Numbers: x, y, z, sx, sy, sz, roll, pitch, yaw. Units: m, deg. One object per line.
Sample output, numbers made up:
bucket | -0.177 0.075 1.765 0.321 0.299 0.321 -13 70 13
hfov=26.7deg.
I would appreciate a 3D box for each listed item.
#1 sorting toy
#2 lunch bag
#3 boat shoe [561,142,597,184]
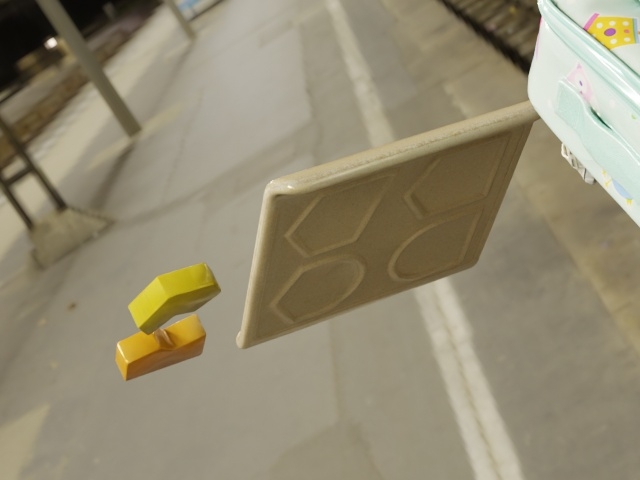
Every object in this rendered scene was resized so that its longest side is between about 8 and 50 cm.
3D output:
sorting toy | 0.000 0.000 0.962 0.307 0.041 0.229 -18 -27 -22
lunch bag | 0.262 -0.074 0.781 0.224 0.108 0.279 -17 46 -22
boat shoe | 0.228 -0.078 1.170 0.035 0.035 0.100 -61 -21 -5
